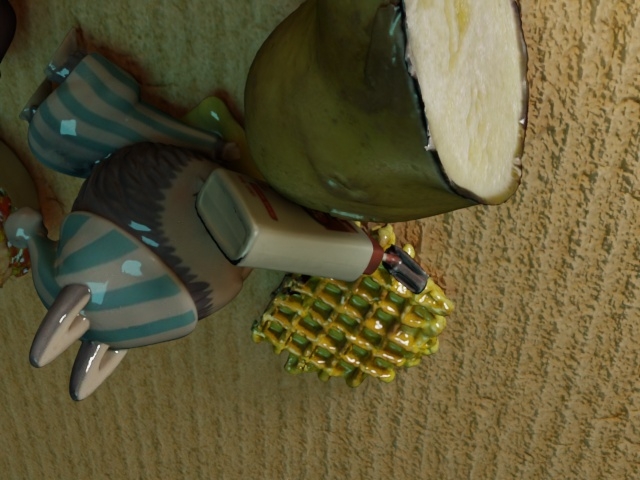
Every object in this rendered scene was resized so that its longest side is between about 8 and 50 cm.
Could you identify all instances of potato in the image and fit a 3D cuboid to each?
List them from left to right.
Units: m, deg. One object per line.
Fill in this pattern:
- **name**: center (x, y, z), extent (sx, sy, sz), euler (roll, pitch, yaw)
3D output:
- **potato**: center (0.026, -0.171, 1.012), extent (0.296, 0.289, 0.397), euler (-3, 148, 29)

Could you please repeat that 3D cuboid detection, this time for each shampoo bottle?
- **shampoo bottle**: center (0.000, 0.000, 1.177), extent (0.284, 0.153, 0.071), euler (14, 113, -36)

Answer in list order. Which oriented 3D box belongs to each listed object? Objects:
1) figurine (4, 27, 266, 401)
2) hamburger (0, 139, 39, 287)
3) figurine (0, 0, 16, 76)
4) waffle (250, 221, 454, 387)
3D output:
- **figurine**: center (-0.257, -0.016, 1.211), extent (0.361, 0.377, 0.266), euler (36, 132, -9)
- **hamburger**: center (-0.547, -0.039, 1.449), extent (0.294, 0.179, 0.276), euler (-10, 123, 29)
- **figurine**: center (-0.547, -0.257, 1.254), extent (0.365, 0.206, 0.218), euler (-13, 107, 33)
- **waffle**: center (0.032, 0.086, 1.382), extent (0.310, 0.065, 0.283), euler (-9, 124, 24)
